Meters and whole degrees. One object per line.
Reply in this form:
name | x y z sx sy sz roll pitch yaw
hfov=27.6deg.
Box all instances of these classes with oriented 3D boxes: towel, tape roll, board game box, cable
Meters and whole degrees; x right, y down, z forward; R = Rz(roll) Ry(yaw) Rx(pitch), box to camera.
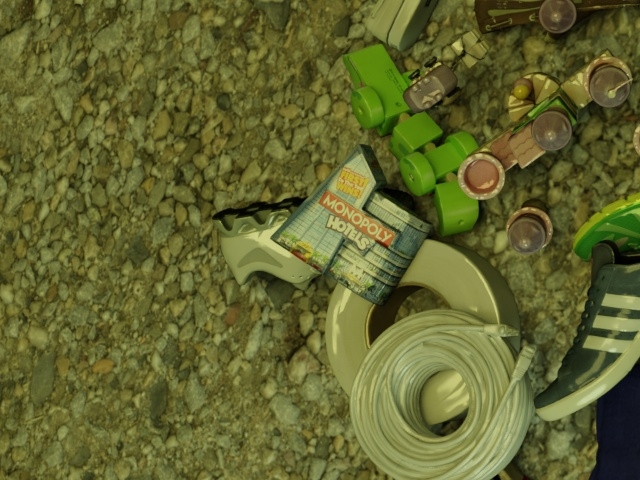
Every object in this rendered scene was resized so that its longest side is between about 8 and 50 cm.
towel | 0.485 0.276 1.722 0.308 0.076 0.227 -9 68 58
tape roll | 0.153 0.136 1.969 0.286 0.100 0.286 -2 86 27
board game box | 0.057 -0.034 1.925 0.194 0.060 0.194 33 102 16
cable | 0.170 0.224 1.840 0.257 0.089 0.257 15 88 31

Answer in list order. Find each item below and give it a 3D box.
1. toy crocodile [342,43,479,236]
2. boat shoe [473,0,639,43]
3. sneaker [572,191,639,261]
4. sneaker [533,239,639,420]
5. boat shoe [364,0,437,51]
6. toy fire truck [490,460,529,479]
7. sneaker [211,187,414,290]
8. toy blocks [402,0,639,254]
toy crocodile | 0.140 -0.160 1.999 0.115 0.105 0.340 -26 70 -20
boat shoe | 0.349 -0.337 1.917 0.257 0.095 0.095 6 103 33
sneaker | 0.490 -0.013 1.805 0.296 0.109 0.123 -16 77 25
sneaker | 0.390 0.089 1.759 0.148 0.131 0.350 44 102 4
boat shoe | 0.155 -0.427 2.013 0.088 0.096 0.267 33 109 20
toy fire truck | 0.239 0.465 1.889 0.217 0.158 0.246 -38 83 19
sneaker | 0.000 0.000 2.058 0.331 0.122 0.146 -9 102 23
toy blocks | 0.294 -0.165 1.778 0.288 0.260 0.309 -37 94 19
